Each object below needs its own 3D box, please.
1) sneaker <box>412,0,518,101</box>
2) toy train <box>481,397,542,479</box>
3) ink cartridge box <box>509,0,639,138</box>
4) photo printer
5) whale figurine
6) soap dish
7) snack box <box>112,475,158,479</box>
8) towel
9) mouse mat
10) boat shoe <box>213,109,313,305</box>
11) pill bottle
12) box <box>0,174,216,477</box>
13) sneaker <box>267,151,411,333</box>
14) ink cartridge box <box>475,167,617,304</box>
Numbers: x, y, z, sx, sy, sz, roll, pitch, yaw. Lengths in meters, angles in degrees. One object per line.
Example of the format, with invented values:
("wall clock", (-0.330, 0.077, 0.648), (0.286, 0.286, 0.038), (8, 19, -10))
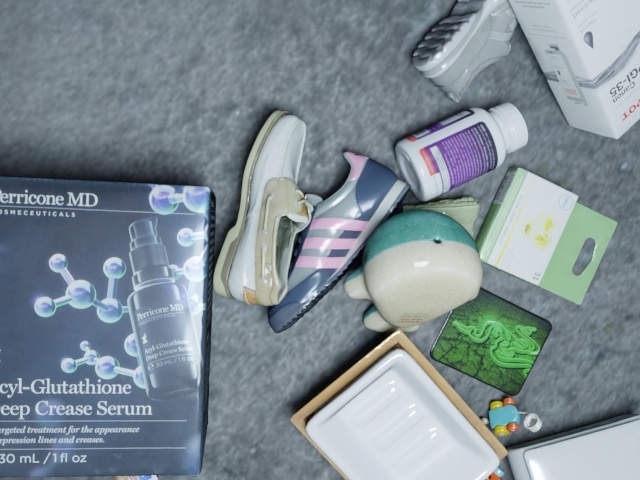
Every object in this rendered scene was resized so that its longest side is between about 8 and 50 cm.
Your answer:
("sneaker", (0.273, -0.349, 1.039), (0.281, 0.105, 0.115), (-45, 123, 0))
("toy train", (0.310, 0.357, 1.101), (0.046, 0.125, 0.166), (39, 89, -36))
("ink cartridge box", (0.450, -0.334, 0.993), (0.207, 0.117, 0.283), (-43, 122, -2))
("photo printer", (0.484, 0.479, 1.091), (0.256, 0.107, 0.307), (-12, 75, -7))
("whale figurine", (0.140, 0.053, 0.999), (0.217, 0.272, 0.141), (0, 59, -8))
("soap dish", (0.129, 0.313, 1.056), (0.229, 0.118, 0.291), (-41, 100, 3))
("snack box", (-0.332, 0.326, 1.045), (0.064, 0.022, 0.178), (-25, 99, -7))
("towel", (0.194, -0.015, 1.057), (0.148, 0.027, 0.109), (-8, 119, -21))
("mouse mat", (0.304, 0.177, 1.132), (0.190, 0.007, 0.152), (26, 92, -11))
("boat shoe", (-0.064, -0.047, 0.974), (0.104, 0.113, 0.302), (14, 86, 21))
("pill bottle", (0.229, -0.149, 1.033), (0.194, 0.108, 0.108), (-25, 99, -5))
("box", (-0.306, 0.113, 0.918), (0.294, 0.212, 0.394), (2, 91, -8))
("sneaker", (0.000, 0.000, 1.030), (0.131, 0.112, 0.319), (40, 87, 7))
("ink cartridge box", (0.398, -0.002, 1.103), (0.235, 0.056, 0.171), (24, 92, -8))
